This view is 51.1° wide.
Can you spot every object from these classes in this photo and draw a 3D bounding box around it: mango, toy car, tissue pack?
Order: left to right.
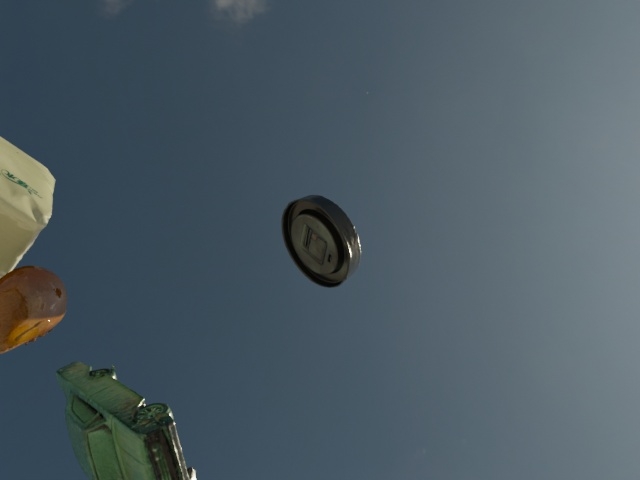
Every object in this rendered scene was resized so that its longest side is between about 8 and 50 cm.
[{"bbox_3d":[-0.624,-0.099,1.038,0.380,0.297,0.207,37,-86,-27],"label":"tissue pack"},{"bbox_3d":[-0.401,0.093,0.897,0.084,0.159,0.105,16,-65,2],"label":"mango"},{"bbox_3d":[-0.279,0.269,0.909,0.097,0.321,0.141,-20,-73,-36],"label":"toy car"}]

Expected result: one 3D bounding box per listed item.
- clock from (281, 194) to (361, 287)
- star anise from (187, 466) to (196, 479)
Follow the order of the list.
[{"bbox_3d":[0.000,0.000,1.272,0.185,0.040,0.184,30,-46,36],"label":"clock"},{"bbox_3d":[-0.245,0.468,1.045,0.093,0.236,0.229,6,-113,30],"label":"star anise"}]
